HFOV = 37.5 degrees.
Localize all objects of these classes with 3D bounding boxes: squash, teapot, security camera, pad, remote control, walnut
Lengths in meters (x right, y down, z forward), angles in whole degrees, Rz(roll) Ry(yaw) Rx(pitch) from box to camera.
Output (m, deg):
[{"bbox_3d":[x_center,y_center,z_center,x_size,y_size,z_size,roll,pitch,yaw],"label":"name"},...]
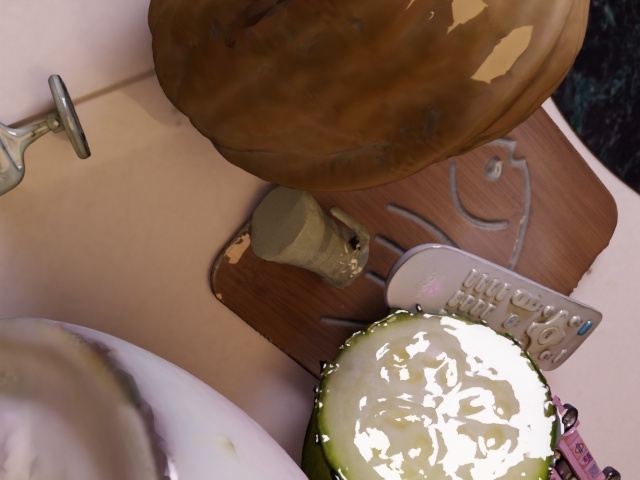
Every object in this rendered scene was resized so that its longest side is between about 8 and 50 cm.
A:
[{"bbox_3d":[0.074,0.193,0.752,0.189,0.189,0.260,-28,153,-17],"label":"squash"},{"bbox_3d":[0.000,0.000,0.660,0.083,0.067,0.057,33,45,-39],"label":"teapot"},{"bbox_3d":[-0.190,-0.058,0.569,0.092,0.058,0.058,-21,116,-7],"label":"security camera"},{"bbox_3d":[0.092,0.004,0.749,0.284,0.018,0.286,-50,122,-4],"label":"pad"},{"bbox_3d":[0.137,0.051,0.755,0.229,0.044,0.073,21,113,-37],"label":"remote control"},{"bbox_3d":[0.025,-0.136,0.549,0.261,0.225,0.225,-33,125,24],"label":"walnut"}]

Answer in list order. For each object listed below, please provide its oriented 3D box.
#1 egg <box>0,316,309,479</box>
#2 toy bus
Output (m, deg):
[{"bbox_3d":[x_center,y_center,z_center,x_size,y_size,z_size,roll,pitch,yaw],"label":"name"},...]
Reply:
[{"bbox_3d":[-0.118,0.262,0.544,0.354,0.354,0.340,-50,136,-5],"label":"egg"},{"bbox_3d":[0.199,0.196,0.833,0.090,0.063,0.203,-44,128,-10],"label":"toy bus"}]
